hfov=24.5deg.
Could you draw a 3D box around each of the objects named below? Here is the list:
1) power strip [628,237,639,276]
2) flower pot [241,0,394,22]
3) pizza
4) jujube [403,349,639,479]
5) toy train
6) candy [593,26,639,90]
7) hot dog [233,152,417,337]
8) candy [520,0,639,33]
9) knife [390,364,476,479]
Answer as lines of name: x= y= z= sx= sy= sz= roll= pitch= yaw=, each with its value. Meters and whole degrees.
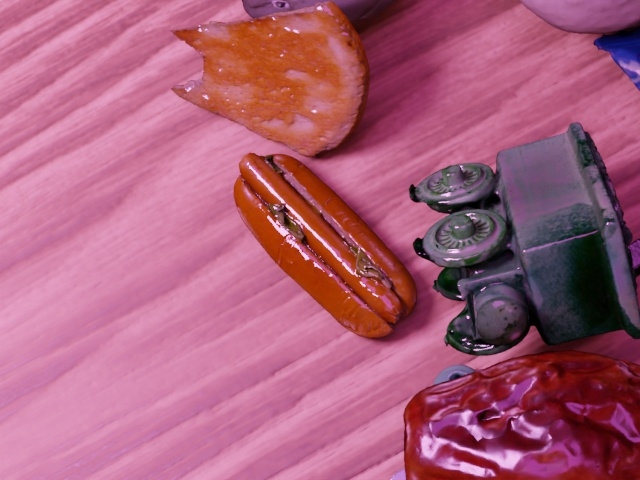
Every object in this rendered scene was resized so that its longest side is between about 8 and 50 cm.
power strip: x=0.297 y=0.041 z=1.532 sx=0.111 sy=0.038 sz=0.029 roll=-33 pitch=70 yaw=-5
flower pot: x=-0.001 y=-0.351 z=1.614 sx=0.195 sy=0.246 sz=0.246 roll=-8 pitch=68 yaw=-3
pizza: x=-0.057 y=-0.176 z=1.612 sx=0.262 sy=0.181 sz=0.034 roll=5 pitch=33 yaw=31
jujube: x=0.224 y=0.203 z=1.399 sx=0.290 sy=0.197 sz=0.197 roll=-1 pitch=69 yaw=4
toy train: x=0.198 y=0.004 z=1.456 sx=0.201 sy=0.145 sz=0.266 roll=-14 pitch=27 yaw=8
candy: x=0.424 y=-0.105 z=1.554 sx=0.187 sy=0.077 sz=0.331 roll=-13 pitch=66 yaw=-1
hot dog: x=0.000 y=0.000 z=1.567 sx=0.100 sy=0.068 sz=0.249 roll=-42 pitch=70 yaw=-11
candy: x=0.316 y=-0.367 z=1.604 sx=0.295 sy=0.185 sz=0.296 roll=-3 pitch=65 yaw=6
knife: x=0.101 y=0.246 z=1.482 sx=0.063 sy=0.034 sz=0.260 roll=19 pitch=76 yaw=12
